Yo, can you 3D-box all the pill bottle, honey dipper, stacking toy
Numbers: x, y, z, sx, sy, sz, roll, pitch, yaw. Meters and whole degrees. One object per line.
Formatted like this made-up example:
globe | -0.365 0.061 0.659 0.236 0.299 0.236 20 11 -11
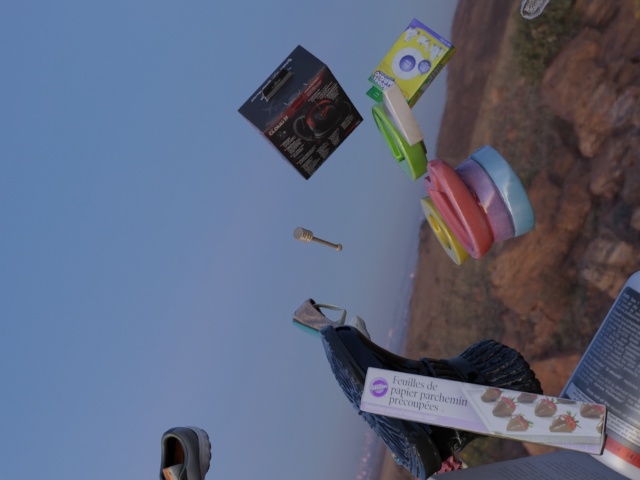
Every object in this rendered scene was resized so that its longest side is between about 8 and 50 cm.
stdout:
pill bottle | 0.532 0.173 1.196 0.363 0.210 0.210 -63 -4 10
honey dipper | 0.000 0.000 1.792 0.160 0.030 0.030 17 -94 -49
stacking toy | 0.201 -0.114 1.129 0.279 0.130 0.309 61 180 1

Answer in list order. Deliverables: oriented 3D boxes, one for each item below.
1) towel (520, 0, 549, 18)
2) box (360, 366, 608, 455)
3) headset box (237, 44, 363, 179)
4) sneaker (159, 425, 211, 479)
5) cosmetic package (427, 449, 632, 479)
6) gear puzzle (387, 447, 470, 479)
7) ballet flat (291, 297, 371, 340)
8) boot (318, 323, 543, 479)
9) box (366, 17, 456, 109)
towel | 0.448 -0.529 1.353 0.187 0.049 0.282 -57 -2 -22
box | 0.218 0.230 1.059 0.067 0.324 0.063 41 -122 -62
headset box | -0.048 -0.309 1.881 0.218 0.110 0.293 -47 -31 1
sneaker | -0.260 0.487 1.487 0.108 0.100 0.271 38 -145 -60
cosmetic package | 0.410 0.482 1.303 0.230 0.453 0.161 25 110 57
gear puzzle | 0.295 0.557 1.754 0.044 0.339 0.175 -39 -15 -42
ballet flat | 0.053 0.235 2.076 0.106 0.316 0.107 -55 -37 -12
boot | 0.182 0.226 1.357 0.260 0.348 0.131 -30 -38 -18
box | 0.174 -0.341 1.566 0.179 0.105 0.043 -53 -21 12
